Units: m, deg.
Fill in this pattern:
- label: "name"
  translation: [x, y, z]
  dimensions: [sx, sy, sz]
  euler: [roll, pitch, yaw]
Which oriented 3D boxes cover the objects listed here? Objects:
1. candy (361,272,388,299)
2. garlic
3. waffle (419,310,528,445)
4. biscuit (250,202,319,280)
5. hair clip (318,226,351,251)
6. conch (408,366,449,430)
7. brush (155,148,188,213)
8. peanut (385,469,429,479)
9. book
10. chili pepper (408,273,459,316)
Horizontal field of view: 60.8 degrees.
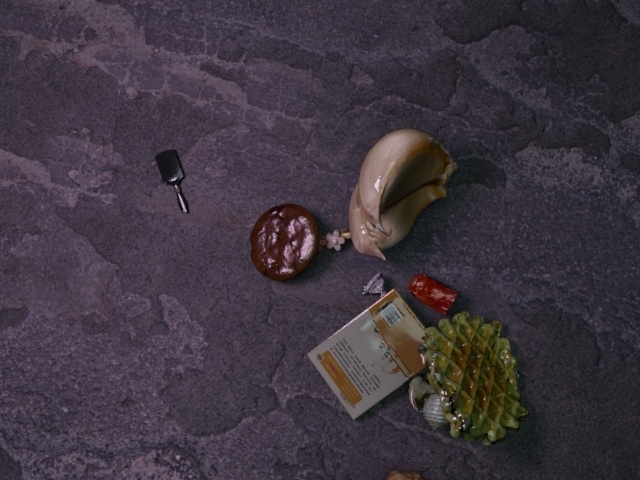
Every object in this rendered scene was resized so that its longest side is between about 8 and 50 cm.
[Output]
- label: "candy"
  translation: [0.187, 0.195, 1.429]
  dimensions: [0.093, 0.051, 0.227]
  euler: [-28, 81, 2]
- label: "garlic"
  translation: [0.188, -0.123, 1.369]
  dimensions: [0.313, 0.286, 0.250]
  euler: [-34, 88, -18]
- label: "waffle"
  translation: [0.376, 0.331, 1.329]
  dimensions: [0.297, 0.073, 0.317]
  euler: [0, 66, -34]
- label: "biscuit"
  translation: [-0.099, 0.003, 1.447]
  dimensions: [0.212, 0.036, 0.212]
  euler: [-5, 79, 26]
- label: "hair clip"
  translation: [0.001, 0.003, 1.469]
  dimensions: [0.213, 0.056, 0.063]
  euler: [-13, 114, 1]
- label: "conch"
  translation: [0.289, 0.393, 1.368]
  dimensions: [0.135, 0.102, 0.153]
  euler: [6, 48, 17]
- label: "brush"
  translation: [-0.410, -0.164, 1.536]
  dimensions: [0.062, 0.016, 0.194]
  euler: [-21, 80, 1]
- label: "peanut"
  translation: [0.247, 0.672, 1.319]
  dimensions: [0.137, 0.122, 0.253]
  euler: [-22, 83, -10]
- label: "book"
  translation: [0.138, 0.291, 1.402]
  dimensions: [0.295, 0.020, 0.208]
  euler: [-38, 80, 9]
- label: "chili pepper"
  translation: [0.292, 0.134, 1.424]
  dimensions: [0.123, 0.073, 0.070]
  euler: [32, 42, 5]
